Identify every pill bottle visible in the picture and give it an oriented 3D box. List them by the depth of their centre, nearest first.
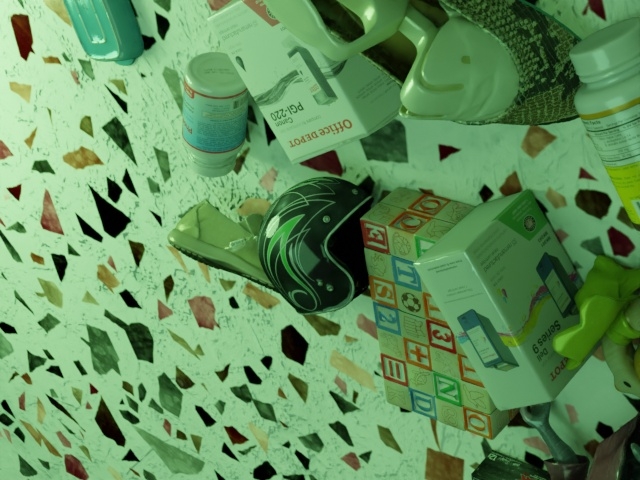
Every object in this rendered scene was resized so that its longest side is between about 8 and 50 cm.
[{"bbox_3d":[0.339,-0.116,1.529,0.117,0.117,0.215,-12,111,48],"label":"pill bottle"},{"bbox_3d":[-0.141,-0.165,1.983,0.087,0.087,0.160,31,137,23],"label":"pill bottle"}]

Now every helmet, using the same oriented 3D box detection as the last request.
[{"bbox_3d":[0.000,0.000,1.924,0.169,0.169,0.162,-9,107,47],"label":"helmet"}]

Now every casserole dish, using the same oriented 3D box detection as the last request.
[{"bbox_3d":[-0.313,-0.323,2.065,0.114,0.037,0.188,5,122,42],"label":"casserole dish"}]

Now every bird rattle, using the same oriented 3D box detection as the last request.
[{"bbox_3d":[0.405,0.113,1.686,0.253,0.143,0.207,5,136,26],"label":"bird rattle"}]

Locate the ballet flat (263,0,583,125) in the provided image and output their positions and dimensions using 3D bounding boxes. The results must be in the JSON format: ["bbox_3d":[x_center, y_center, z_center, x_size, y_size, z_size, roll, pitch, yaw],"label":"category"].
[{"bbox_3d":[0.068,-0.231,1.563,0.482,0.182,0.164,33,134,-1],"label":"ballet flat"}]

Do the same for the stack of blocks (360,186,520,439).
[{"bbox_3d":[0.160,0.094,1.898,0.171,0.087,0.297,16,130,35],"label":"stack of blocks"}]

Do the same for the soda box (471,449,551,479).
[{"bbox_3d":[0.288,0.344,1.997,0.169,0.060,0.053,17,132,35],"label":"soda box"}]

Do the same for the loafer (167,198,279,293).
[{"bbox_3d":[-0.084,0.012,2.064,0.268,0.092,0.102,21,174,15],"label":"loafer"}]

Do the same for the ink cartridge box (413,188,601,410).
[{"bbox_3d":[0.230,0.071,1.757,0.093,0.154,0.212,-16,107,48],"label":"ink cartridge box"}]

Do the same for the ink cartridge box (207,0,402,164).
[{"bbox_3d":[-0.016,-0.218,1.816,0.158,0.092,0.218,-17,109,50],"label":"ink cartridge box"}]

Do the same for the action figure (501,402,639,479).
[{"bbox_3d":[0.328,0.343,1.823,0.275,0.248,0.370,43,153,-6],"label":"action figure"}]
